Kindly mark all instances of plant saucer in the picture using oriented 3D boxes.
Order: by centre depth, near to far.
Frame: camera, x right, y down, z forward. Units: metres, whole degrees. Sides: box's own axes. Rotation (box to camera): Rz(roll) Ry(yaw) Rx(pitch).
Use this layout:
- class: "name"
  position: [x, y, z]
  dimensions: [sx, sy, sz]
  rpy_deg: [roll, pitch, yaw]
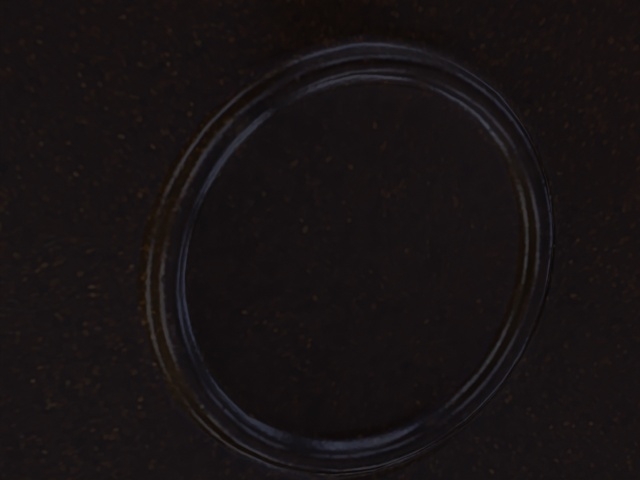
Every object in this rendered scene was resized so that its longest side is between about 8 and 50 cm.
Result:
- class: "plant saucer"
  position: [0.000, 0.000, 0.354]
  dimensions: [0.050, 0.310, 0.311]
  rpy_deg: [-149, -120, -62]
